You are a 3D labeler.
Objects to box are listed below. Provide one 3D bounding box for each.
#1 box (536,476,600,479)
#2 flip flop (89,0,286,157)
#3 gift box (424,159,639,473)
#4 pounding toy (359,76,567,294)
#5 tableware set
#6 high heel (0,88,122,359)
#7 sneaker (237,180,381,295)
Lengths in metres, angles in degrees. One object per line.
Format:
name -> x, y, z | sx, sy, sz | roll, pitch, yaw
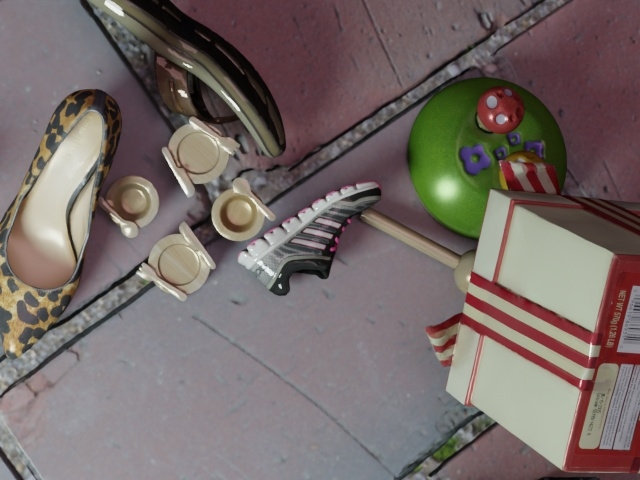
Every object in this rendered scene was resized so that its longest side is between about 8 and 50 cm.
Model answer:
box -> 0.258, 0.377, 1.651 | 0.142, 0.163, 0.247 | -28, 89, -16
flip flop -> -0.146, -0.179, 1.681 | 0.277, 0.112, 0.080 | 38, 109, -14
gift box -> 0.270, 0.073, 1.625 | 0.276, 0.258, 0.255 | 10, 101, -27
pounding toy -> 0.180, -0.076, 1.737 | 0.183, 0.110, 0.237 | 36, 74, -6
tableware set -> -0.136, -0.032, 1.665 | 0.168, 0.020, 0.141 | -40, 95, 5
high heel -> -0.260, -0.017, 1.572 | 0.093, 0.186, 0.261 | 17, 77, -11
sneaker -> 0.000, 0.000, 1.703 | 0.170, 0.063, 0.075 | -33, 90, -12
